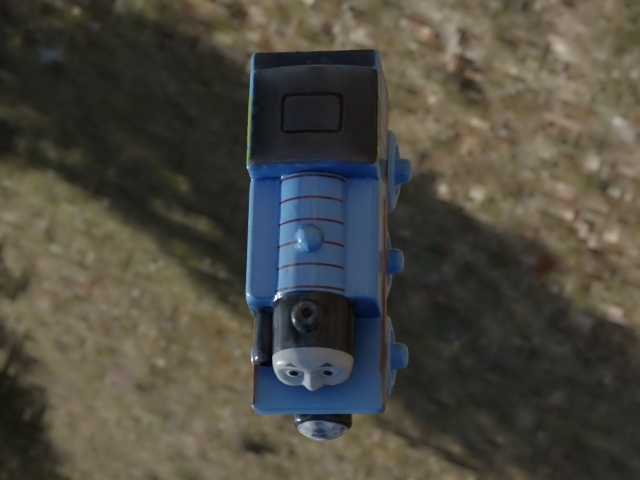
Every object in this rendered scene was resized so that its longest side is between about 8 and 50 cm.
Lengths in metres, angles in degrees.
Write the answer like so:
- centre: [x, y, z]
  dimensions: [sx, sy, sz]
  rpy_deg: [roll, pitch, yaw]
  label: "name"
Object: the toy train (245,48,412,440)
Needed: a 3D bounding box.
- centre: [0.000, 0.000, 0.955]
  dimensions: [0.080, 0.184, 0.105]
  rpy_deg: [-1, 160, 9]
  label: "toy train"
